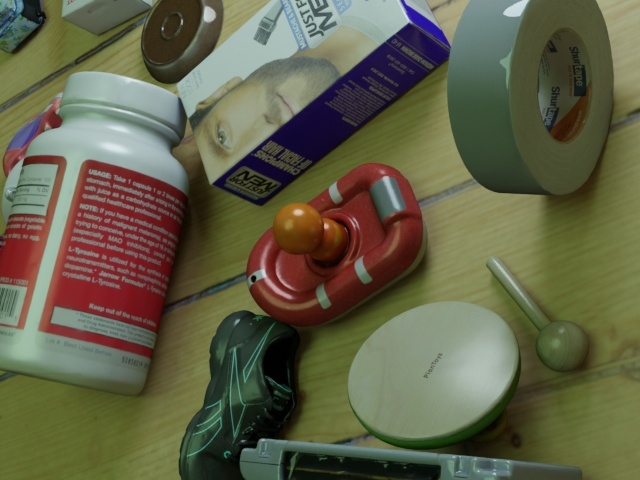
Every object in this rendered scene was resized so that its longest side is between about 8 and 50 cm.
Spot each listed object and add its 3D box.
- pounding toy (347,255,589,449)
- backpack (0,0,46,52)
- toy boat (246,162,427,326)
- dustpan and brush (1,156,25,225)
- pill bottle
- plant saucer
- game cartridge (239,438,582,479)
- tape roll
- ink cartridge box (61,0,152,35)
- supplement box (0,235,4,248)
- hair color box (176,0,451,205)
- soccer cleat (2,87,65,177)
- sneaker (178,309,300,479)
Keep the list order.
[{"bbox_3d":[0.152,0.151,1.131,0.237,0.110,0.183,-33,38,-9],"label":"pounding toy"},{"bbox_3d":[-0.555,-0.399,1.900,0.114,0.084,0.105,-40,51,25],"label":"backpack"},{"bbox_3d":[0.000,0.000,1.257,0.231,0.151,0.151,-35,55,24],"label":"toy boat"},{"bbox_3d":[-0.429,-0.065,1.562,0.060,0.211,0.147,13,90,11],"label":"dustpan and brush"},{"bbox_3d":[-0.307,-0.008,1.460,0.229,0.229,0.407,3,76,40],"label":"pill bottle"},{"bbox_3d":[-0.217,-0.321,1.633,0.168,0.029,0.168,-14,65,34],"label":"plant saucer"},{"bbox_3d":[0.093,0.234,1.065,0.297,0.198,0.062,-4,72,39],"label":"game cartridge"},{"bbox_3d":[0.217,-0.155,1.090,0.072,0.219,0.219,5,77,41],"label":"tape roll"},{"bbox_3d":[-0.343,-0.450,1.745,0.140,0.082,0.190,-16,66,35],"label":"ink cartridge box"},{"bbox_3d":[-0.502,0.051,1.596,0.220,0.111,0.113,-155,77,-77],"label":"supplement box"},{"bbox_3d":[-0.017,-0.219,1.382,0.339,0.110,0.185,-38,55,25],"label":"hair color box"},{"bbox_3d":[-0.429,-0.190,1.728,0.248,0.083,0.095,-44,47,22],"label":"soccer cleat"},{"bbox_3d":[-0.094,0.215,1.293,0.106,0.101,0.267,2,76,37],"label":"sneaker"}]
